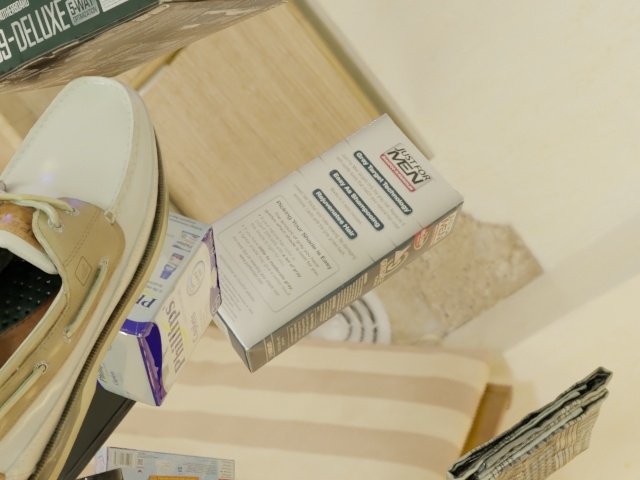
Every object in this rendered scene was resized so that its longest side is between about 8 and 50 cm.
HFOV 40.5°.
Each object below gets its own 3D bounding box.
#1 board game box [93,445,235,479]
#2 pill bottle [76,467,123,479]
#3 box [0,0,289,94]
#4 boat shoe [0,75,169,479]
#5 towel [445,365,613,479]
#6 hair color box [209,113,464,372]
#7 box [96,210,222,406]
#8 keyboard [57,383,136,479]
[{"bbox_3d":[-0.331,0.616,1.846,0.318,0.066,0.318,17,58,-33],"label":"board game box"},{"bbox_3d":[-0.394,0.542,1.607,0.122,0.122,0.219,2,70,-56],"label":"pill bottle"},{"bbox_3d":[-0.199,-0.230,0.879,0.242,0.307,0.077,-28,102,-55],"label":"box"},{"bbox_3d":[-0.175,0.013,0.543,0.103,0.113,0.303,72,25,-63],"label":"boat shoe"},{"bbox_3d":[0.335,0.359,1.403,0.056,0.312,0.324,54,-12,32],"label":"towel"},{"bbox_3d":[0.000,0.000,1.148,0.174,0.347,0.105,51,-15,20],"label":"hair color box"},{"bbox_3d":[-0.155,0.062,0.810,0.072,0.126,0.137,18,52,14],"label":"box"},{"bbox_3d":[-0.360,0.220,0.989,0.201,0.033,0.317,33,62,10],"label":"keyboard"}]
